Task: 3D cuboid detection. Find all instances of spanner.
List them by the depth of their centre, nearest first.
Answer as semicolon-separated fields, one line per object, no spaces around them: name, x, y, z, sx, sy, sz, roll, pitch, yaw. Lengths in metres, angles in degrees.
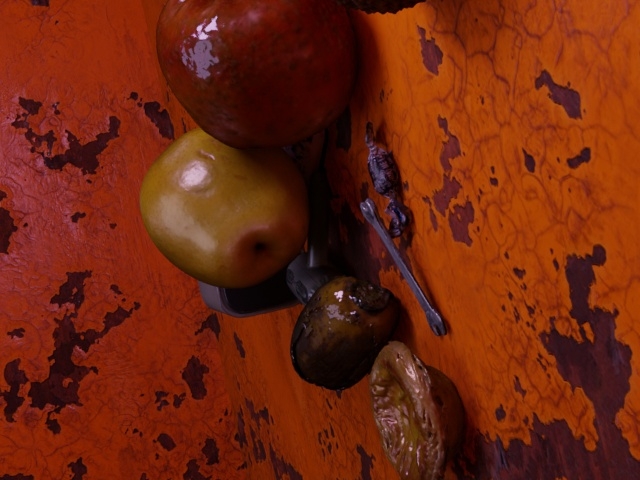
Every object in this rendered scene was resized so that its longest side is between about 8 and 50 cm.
spanner;0.153;0.048;1.722;0.302;0.017;0.071;61;166;14

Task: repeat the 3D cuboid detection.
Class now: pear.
pear;-0.205;-0.074;2.017;0.418;0.362;0.362;49;147;43

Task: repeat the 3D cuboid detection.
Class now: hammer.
hammer;0.000;0.000;2.114;0.206;0.119;0.335;-140;48;-61

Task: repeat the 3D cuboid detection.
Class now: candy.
candy;0.119;-0.115;1.761;0.094;0.051;0.226;141;116;-73

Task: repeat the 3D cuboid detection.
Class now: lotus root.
lotus root;0.044;0.199;1.958;0.196;0.179;0.397;34;146;5

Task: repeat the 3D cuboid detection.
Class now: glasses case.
glasses case;-0.052;-0.190;2.129;0.122;0.075;0.314;35;145;16

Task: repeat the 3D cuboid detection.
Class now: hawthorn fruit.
hawthorn fruit;-0.118;-0.352;1.830;0.403;0.403;0.403;168;90;-72

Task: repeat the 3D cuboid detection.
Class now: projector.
projector;-0.191;0.065;2.473;0.249;0.248;0.248;-179;77;-71

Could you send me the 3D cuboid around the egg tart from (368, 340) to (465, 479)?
egg tart;0.189;0.328;1.733;0.295;0.116;0.295;169;90;-74

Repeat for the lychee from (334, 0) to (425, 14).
lychee;0.074;-0.457;1.363;0.267;0.267;0.267;168;90;-72
